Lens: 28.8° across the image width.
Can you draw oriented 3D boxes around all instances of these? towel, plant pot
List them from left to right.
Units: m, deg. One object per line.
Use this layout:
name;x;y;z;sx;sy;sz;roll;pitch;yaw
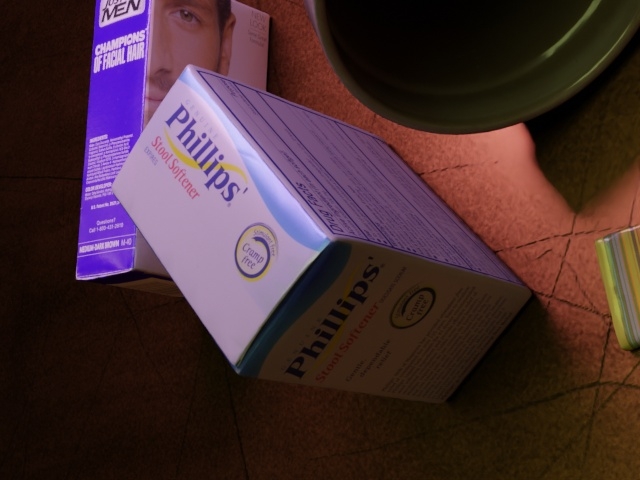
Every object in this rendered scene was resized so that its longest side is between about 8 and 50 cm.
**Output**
plant pot;0.113;-0.303;1.140;0.323;0.323;0.280;-52;33;21
towel;0.339;0.014;1.017;0.237;0.021;0.102;-21;71;37

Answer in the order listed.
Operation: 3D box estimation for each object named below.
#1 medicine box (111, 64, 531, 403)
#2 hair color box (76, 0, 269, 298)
medicine box;0.000;0.000;1.149;0.149;0.289;0.263;-55;49;19
hair color box;-0.161;-0.112;1.402;0.110;0.185;0.339;-10;74;41
